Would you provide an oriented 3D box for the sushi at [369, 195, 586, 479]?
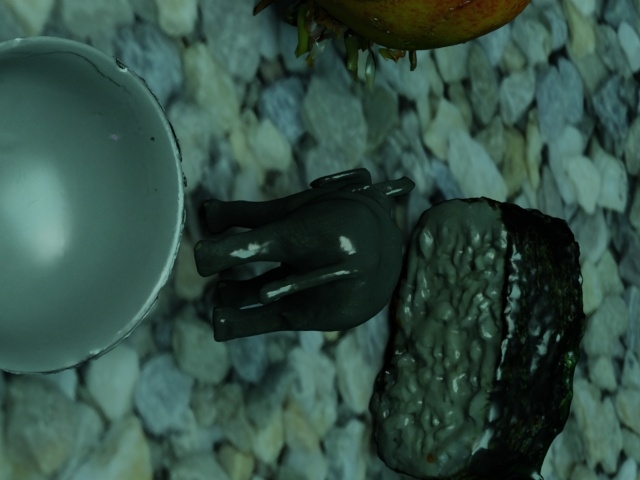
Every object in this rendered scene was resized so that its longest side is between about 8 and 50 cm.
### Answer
[{"bbox_3d":[0.128,0.080,1.051,0.127,0.124,0.225,15,83,-42],"label":"sushi"}]

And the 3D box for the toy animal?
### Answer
[{"bbox_3d":[-0.009,0.001,0.921,0.269,0.137,0.082,-63,143,-75],"label":"toy animal"}]

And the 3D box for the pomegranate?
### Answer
[{"bbox_3d":[0.059,-0.219,0.918,0.210,0.210,0.235,5,131,-43],"label":"pomegranate"}]

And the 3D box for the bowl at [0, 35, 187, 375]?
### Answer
[{"bbox_3d":[-0.175,-0.023,0.789,0.189,0.086,0.189,-7,100,-41],"label":"bowl"}]
